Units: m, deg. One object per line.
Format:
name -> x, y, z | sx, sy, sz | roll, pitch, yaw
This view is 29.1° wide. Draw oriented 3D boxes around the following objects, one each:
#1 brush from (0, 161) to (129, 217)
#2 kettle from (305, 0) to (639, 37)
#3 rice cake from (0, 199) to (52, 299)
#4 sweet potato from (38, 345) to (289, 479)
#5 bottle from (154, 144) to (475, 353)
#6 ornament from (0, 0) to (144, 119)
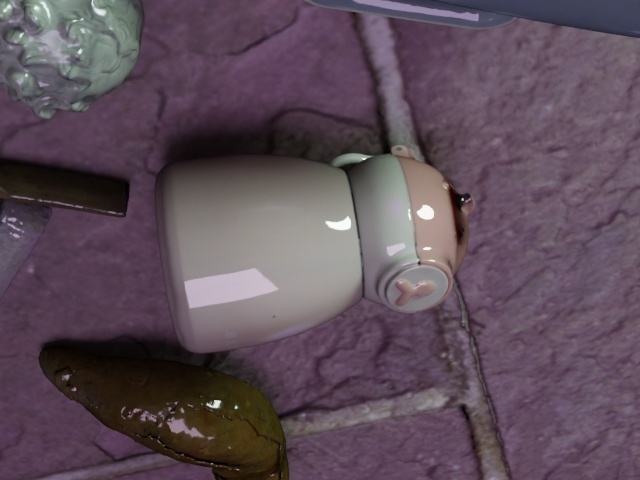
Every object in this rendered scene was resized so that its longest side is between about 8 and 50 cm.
brush -> -0.266, -0.055, 0.925 | 0.248, 0.043, 0.036 | 10, 139, -14
kettle -> 0.102, -0.203, 0.773 | 0.243, 0.160, 0.210 | 4, 162, -1
rice cake -> -0.279, 0.037, 1.021 | 0.047, 0.036, 0.207 | 10, 133, -32
sweet potato -> -0.105, 0.171, 1.131 | 0.124, 0.098, 0.310 | -32, 126, 32
bottle -> 0.000, 0.000, 0.939 | 0.236, 0.148, 0.148 | -7, 135, -3
ornament -> -0.230, -0.182, 0.748 | 0.285, 0.130, 0.120 | 33, 110, -31
